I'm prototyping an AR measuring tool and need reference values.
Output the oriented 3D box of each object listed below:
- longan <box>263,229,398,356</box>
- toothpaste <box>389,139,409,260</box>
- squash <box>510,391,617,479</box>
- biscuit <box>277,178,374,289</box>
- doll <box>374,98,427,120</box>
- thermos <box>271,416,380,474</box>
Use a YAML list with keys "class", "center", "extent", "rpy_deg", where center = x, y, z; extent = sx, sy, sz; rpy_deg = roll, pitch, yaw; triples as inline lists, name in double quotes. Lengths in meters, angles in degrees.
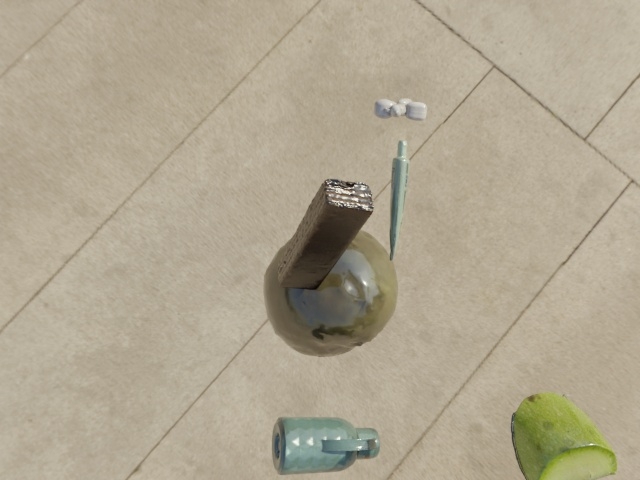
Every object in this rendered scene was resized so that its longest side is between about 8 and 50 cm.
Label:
- class: "longan"
  center: [0.025, 0.139, 1.576]
  extent: [0.404, 0.436, 0.404]
  rpy_deg: [12, 59, -20]
- class: "toothpaste"
  center: [0.164, -0.084, 1.116]
  extent: [0.037, 0.067, 0.255]
  rpy_deg: [5, 98, 4]
- class: "squash"
  center: [0.482, 0.388, 1.040]
  extent: [0.191, 0.085, 0.184]
  rpy_deg: [-12, 61, -8]
- class: "biscuit"
  center: [0.000, 0.000, 1.200]
  extent: [0.107, 0.388, 0.073]
  rpy_deg: [7, 56, -18]
- class: "doll"
  center: [0.238, -0.403, 1.602]
  extent: [0.160, 0.161, 0.059]
  rpy_deg: [-2, 113, -17]
- class: "thermos"
  center: [0.023, 0.544, 1.397]
  extent: [0.286, 0.182, 0.145]
  rpy_deg: [4, 69, -15]
